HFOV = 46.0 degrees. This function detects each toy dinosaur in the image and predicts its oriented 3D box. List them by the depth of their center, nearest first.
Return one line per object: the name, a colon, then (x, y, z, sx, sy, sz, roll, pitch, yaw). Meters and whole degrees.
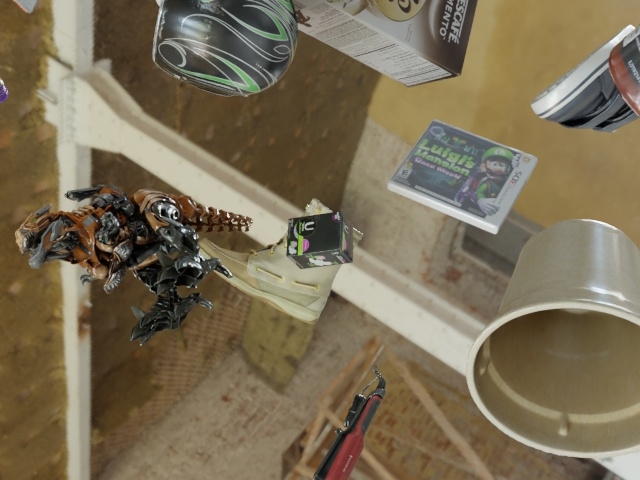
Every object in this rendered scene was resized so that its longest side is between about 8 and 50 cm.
toy dinosaur: (-0.233, -0.005, 1.032, 0.321, 0.218, 0.164, -23, -27, -20)

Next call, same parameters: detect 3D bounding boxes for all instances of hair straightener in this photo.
hair straightener: (0.047, 0.320, 1.306, 0.089, 0.047, 0.230, -14, 45, 57)

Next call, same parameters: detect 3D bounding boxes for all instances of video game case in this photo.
video game case: (0.231, -0.109, 1.221, 0.173, 0.190, 0.022, -53, -23, -32)

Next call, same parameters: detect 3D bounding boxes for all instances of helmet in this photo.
helmet: (-0.106, -0.252, 0.896, 0.169, 0.161, 0.170, -165, 90, -81)

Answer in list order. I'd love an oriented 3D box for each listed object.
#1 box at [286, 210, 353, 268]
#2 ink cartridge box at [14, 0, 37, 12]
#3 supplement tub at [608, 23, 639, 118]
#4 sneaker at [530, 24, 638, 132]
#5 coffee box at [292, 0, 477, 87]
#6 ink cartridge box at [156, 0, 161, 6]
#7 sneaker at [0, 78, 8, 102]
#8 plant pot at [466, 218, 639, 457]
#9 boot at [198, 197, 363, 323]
box: (0.000, 0.000, 1.074, 0.052, 0.083, 0.062, 47, -139, -57)
ink cartridge box: (-0.351, -0.372, 0.546, 0.385, 0.091, 0.308, 39, -138, -40)
supplement tub: (0.340, -0.175, 0.603, 0.198, 0.106, 0.106, -41, -1, 43)
sneaker: (0.433, -0.226, 1.129, 0.321, 0.127, 0.126, -35, -1, -42)
coffee box: (0.074, -0.354, 1.060, 0.297, 0.118, 0.168, 18, -100, -33)
ink cartridge box: (-0.131, -0.452, 1.171, 0.278, 0.201, 0.117, -24, -26, -15)
sneaker: (-0.444, -0.140, 0.896, 0.169, 0.068, 0.071, -32, -39, 9)
plant pot: (0.434, 0.137, 1.273, 0.305, 0.333, 0.334, -63, -7, -50)
boot: (-0.071, 0.007, 1.330, 0.204, 0.261, 0.095, -60, 17, 3)
